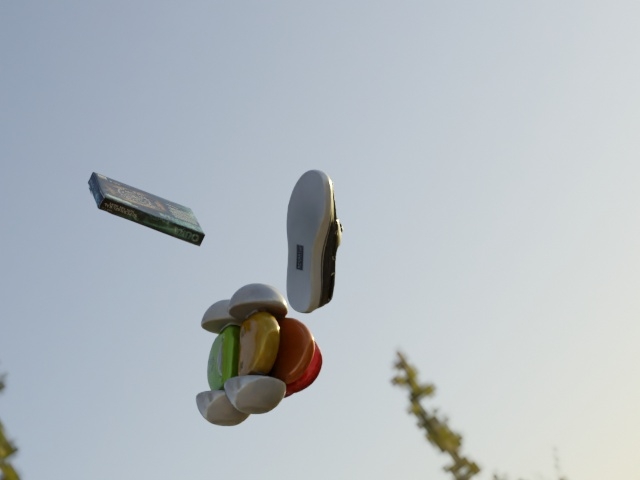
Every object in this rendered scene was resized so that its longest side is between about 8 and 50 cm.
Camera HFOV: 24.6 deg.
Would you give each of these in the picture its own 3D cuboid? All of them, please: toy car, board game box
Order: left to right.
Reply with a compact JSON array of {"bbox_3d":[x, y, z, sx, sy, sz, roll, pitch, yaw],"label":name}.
[{"bbox_3d":[-0.289,-0.052,2.436,0.186,0.126,0.026,21,-76,-23],"label":"board game box"},{"bbox_3d":[-0.072,0.149,1.840,0.136,0.159,0.182,13,-24,-27],"label":"toy car"}]

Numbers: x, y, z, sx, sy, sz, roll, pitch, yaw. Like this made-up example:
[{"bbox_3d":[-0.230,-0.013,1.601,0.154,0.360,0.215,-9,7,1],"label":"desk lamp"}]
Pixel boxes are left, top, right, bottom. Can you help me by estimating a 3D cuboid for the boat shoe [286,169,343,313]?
[{"bbox_3d":[0.000,0.000,2.260,0.076,0.080,0.228,-11,-71,-45],"label":"boat shoe"}]
